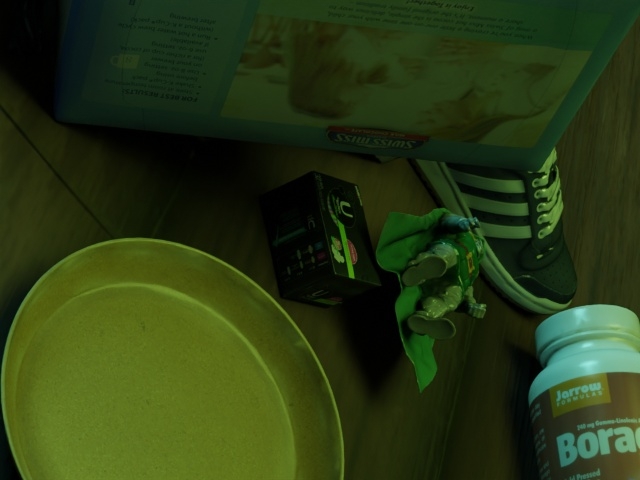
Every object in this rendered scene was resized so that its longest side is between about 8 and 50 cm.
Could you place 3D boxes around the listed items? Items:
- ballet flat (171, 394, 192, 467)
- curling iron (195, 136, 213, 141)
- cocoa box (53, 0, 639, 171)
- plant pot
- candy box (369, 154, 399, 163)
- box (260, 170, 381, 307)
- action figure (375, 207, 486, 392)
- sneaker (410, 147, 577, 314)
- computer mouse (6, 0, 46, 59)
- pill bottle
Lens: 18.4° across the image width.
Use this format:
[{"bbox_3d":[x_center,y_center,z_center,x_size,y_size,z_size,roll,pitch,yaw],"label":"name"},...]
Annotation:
[{"bbox_3d":[-0.095,0.151,1.220,0.041,0.041,0.114,30,46,-46],"label":"ballet flat"},{"bbox_3d":[-0.051,-0.158,1.499,0.068,0.035,0.274,55,32,-19],"label":"curling iron"},{"bbox_3d":[0.011,-0.208,1.285,0.347,0.231,0.228,5,59,-13],"label":"cocoa box"},{"bbox_3d":[-0.091,0.111,1.191,0.236,0.032,0.236,18,56,-29],"label":"plant pot"},{"bbox_3d":[0.024,-0.163,1.537,0.233,0.071,0.159,21,53,-67],"label":"candy box"},{"bbox_3d":[0.000,0.000,1.456,0.062,0.052,0.083,15,57,-54],"label":"box"},{"bbox_3d":[0.099,0.024,1.560,0.232,0.063,0.137,-42,127,-74],"label":"action figure"},{"bbox_3d":[0.181,-0.062,1.689,0.282,0.153,0.099,53,33,-22],"label":"sneaker"},{"bbox_3d":[-0.232,-0.207,1.234,0.193,0.042,0.106,42,39,-36],"label":"computer mouse"},{"bbox_3d":[0.239,0.169,1.656,0.121,0.121,0.216,29,46,-47],"label":"pill bottle"}]
